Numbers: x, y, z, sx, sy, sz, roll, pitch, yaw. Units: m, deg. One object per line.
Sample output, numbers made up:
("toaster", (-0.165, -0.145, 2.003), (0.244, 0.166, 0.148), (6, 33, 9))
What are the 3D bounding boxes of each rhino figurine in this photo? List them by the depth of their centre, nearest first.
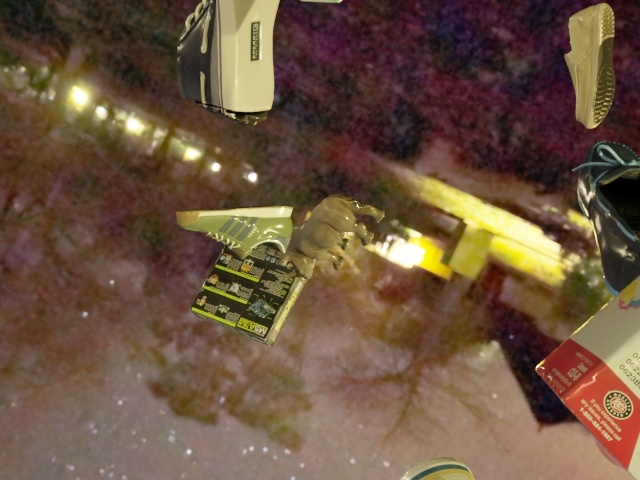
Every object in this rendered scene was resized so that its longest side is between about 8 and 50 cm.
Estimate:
("rhino figurine", (0.000, 0.000, 1.453), (0.106, 0.243, 0.073), (30, -135, -19))

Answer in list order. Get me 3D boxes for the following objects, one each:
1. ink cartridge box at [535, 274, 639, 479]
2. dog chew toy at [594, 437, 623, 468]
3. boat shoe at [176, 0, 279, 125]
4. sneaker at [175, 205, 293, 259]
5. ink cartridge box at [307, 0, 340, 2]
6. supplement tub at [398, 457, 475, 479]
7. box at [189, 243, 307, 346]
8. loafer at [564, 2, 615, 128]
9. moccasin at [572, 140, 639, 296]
("ink cartridge box", (0.270, 0.090, 0.591), (0.128, 0.176, 0.127), (47, -175, 5))
("dog chew toy", (0.566, 0.290, 1.300), (0.206, 0.207, 0.332), (25, 154, -13))
("boat shoe", (-0.154, -0.360, 1.284), (0.158, 0.341, 0.127), (19, -160, 36))
("sneaker", (-0.137, -0.011, 1.341), (0.192, 0.086, 0.064), (-3, -175, -13))
("ink cartridge box", (-0.069, -0.526, 1.483), (0.224, 0.056, 0.181), (10, 138, 26))
("supplement tub", (0.207, 0.456, 1.277), (0.144, 0.144, 0.200), (25, -159, -33))
("box", (-0.136, 0.094, 1.619), (0.190, 0.184, 0.045), (17, 161, 28))
("loafer", (0.592, -0.384, 1.815), (0.092, 0.269, 0.102), (13, -163, 43))
("moccasin", (0.453, -0.057, 1.172), (0.137, 0.117, 0.342), (1, -142, 2))
